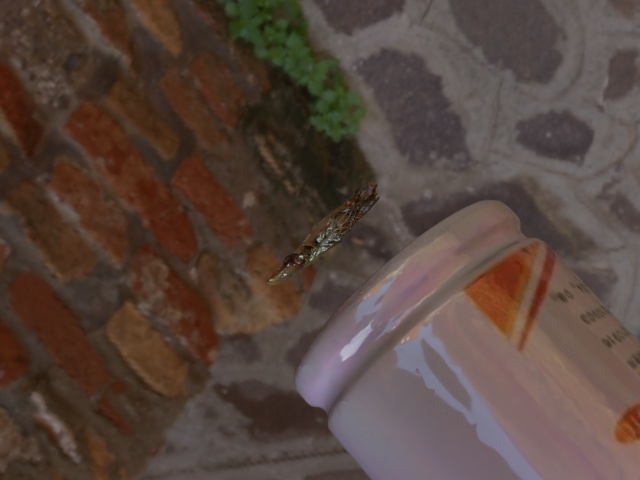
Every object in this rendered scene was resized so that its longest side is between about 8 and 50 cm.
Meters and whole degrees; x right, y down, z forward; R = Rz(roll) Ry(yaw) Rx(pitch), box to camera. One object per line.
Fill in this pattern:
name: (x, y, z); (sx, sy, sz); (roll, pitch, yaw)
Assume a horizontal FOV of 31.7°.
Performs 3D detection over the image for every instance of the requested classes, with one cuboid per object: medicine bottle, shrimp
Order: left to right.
shrimp: (0.000, 0.000, 0.861); (0.114, 0.083, 0.023); (-42, 89, 20)
medicine bottle: (0.153, 0.149, 0.758); (0.316, 0.202, 0.202); (49, 139, 15)
